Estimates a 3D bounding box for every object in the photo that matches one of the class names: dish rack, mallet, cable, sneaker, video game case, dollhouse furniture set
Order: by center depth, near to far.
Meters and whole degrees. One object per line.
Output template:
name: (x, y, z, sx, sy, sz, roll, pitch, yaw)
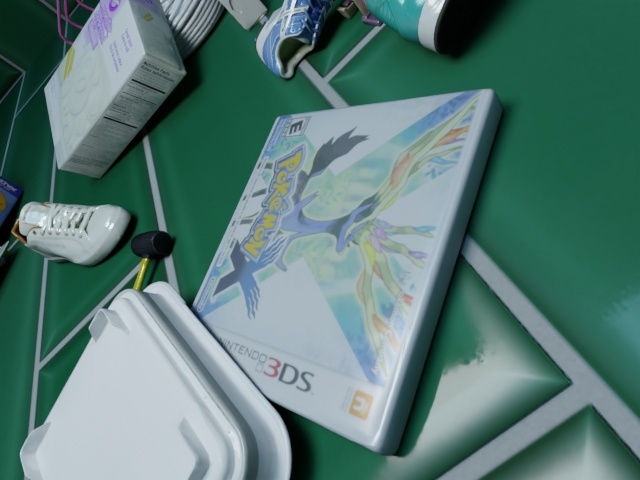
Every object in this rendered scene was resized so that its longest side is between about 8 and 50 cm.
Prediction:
dish rack: (-0.197, 0.214, 0.473, 0.332, 0.072, 0.286, 33, 93, 42)
video game case: (0.000, 0.000, 0.494, 0.299, 0.036, 0.329, 7, 69, 43)
sneaker: (0.138, -0.364, 0.530, 0.178, 0.124, 0.296, 32, 88, 27)
dollhouse furniture set: (0.068, -0.368, 0.634, 0.114, 0.081, 0.091, -51, 43, 3)
sneaker: (-0.016, -0.327, 0.678, 0.211, 0.080, 0.081, -50, 51, 37)
mallet: (-0.274, 0.074, 0.689, 0.062, 0.039, 0.190, 3, 70, 41)
sneaker: (-0.463, -0.019, 0.848, 0.289, 0.123, 0.106, -11, 56, 35)
cable: (-0.318, -0.501, 1.051, 0.257, 0.089, 0.257, -30, 49, 25)

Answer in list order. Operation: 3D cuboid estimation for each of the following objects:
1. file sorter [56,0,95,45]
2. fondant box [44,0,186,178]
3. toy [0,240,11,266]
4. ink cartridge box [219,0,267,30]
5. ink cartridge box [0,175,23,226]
file sorter: (-0.526, -0.632, 1.191, 0.202, 0.182, 0.291, 134, 146, -54)
fondant box: (-0.429, -0.322, 0.956, 0.330, 0.096, 0.239, -37, 62, 26)
toy: (-0.786, 0.123, 1.086, 0.136, 0.056, 0.238, -17, 49, 37)
ink cartridge box: (-0.164, -0.471, 0.889, 0.056, 0.099, 0.135, -40, 46, 13)
ink cartridge box: (-0.952, -0.095, 1.186, 0.151, 0.270, 0.396, -38, 36, 15)
